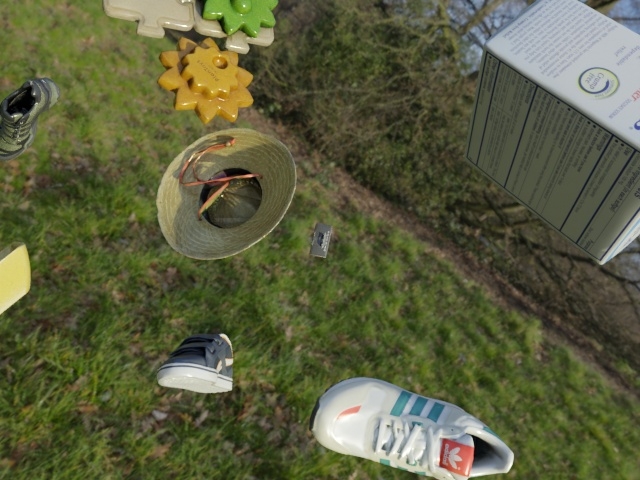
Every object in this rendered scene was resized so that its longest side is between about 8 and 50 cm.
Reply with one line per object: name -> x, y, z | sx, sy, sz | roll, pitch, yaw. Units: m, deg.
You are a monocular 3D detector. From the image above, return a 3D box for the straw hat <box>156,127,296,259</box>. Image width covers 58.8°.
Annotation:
straw hat -> -0.078, -0.033, 0.530 | 0.144, 0.145, 0.061 | 64, 3, 34

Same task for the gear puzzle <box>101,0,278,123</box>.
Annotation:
gear puzzle -> -0.121, -0.263, 0.522 | 0.176, 0.044, 0.338 | 2, 71, -27

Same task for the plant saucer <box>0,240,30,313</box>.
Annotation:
plant saucer -> -0.696, 0.139, 1.095 | 0.081, 0.333, 0.333 | 54, -24, -20

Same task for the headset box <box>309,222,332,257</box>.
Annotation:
headset box -> 0.000, 0.000, 1.081 | 0.032, 0.062, 0.083 | 12, -3, -3

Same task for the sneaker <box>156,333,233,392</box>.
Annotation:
sneaker -> -0.275, 0.266, 1.266 | 0.321, 0.126, 0.127 | 79, 8, -72

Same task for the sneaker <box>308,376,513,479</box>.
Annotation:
sneaker -> 0.073, 0.144, 0.424 | 0.161, 0.057, 0.075 | 19, -7, -25

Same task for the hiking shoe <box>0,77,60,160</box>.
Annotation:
hiking shoe -> -0.691, -0.276, 1.278 | 0.086, 0.227, 0.114 | 38, 12, 2

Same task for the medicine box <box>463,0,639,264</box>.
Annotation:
medicine box -> 0.370, -0.152, 0.810 | 0.289, 0.149, 0.263 | 44, -14, 24
